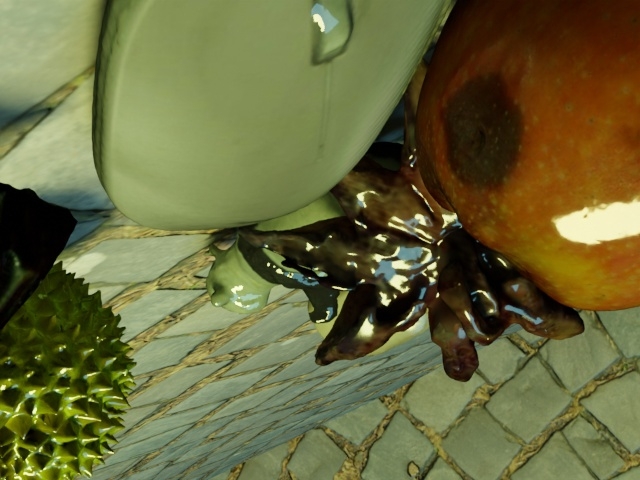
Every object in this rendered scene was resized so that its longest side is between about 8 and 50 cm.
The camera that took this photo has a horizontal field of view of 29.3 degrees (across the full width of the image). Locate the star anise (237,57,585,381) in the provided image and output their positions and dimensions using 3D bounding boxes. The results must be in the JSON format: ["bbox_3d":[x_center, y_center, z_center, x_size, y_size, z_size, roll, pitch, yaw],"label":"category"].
[{"bbox_3d":[0.080,0.008,0.818,0.272,0.272,0.102,-27,-153,12],"label":"star anise"}]

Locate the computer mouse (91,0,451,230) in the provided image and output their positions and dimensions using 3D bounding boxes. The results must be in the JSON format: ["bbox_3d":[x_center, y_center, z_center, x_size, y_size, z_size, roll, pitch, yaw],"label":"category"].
[{"bbox_3d":[-0.018,-0.084,0.615,0.197,0.095,0.331,-25,167,-15],"label":"computer mouse"}]

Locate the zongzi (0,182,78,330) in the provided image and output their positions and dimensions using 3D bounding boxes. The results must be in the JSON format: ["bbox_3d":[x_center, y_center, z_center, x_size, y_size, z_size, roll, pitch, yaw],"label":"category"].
[{"bbox_3d":[-0.309,0.064,0.463,0.383,0.319,0.362,-42,156,-2],"label":"zongzi"}]

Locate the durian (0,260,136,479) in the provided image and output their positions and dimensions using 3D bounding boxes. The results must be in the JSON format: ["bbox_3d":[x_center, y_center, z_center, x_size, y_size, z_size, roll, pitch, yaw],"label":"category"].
[{"bbox_3d":[-0.209,0.073,0.758,0.198,0.159,0.146,18,137,-20],"label":"durian"}]

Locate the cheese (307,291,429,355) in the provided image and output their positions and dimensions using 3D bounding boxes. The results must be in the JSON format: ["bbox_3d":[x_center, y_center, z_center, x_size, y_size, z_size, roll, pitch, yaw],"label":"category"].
[{"bbox_3d":[0.103,-0.006,1.030,0.263,0.093,0.159,-31,-159,35],"label":"cheese"}]

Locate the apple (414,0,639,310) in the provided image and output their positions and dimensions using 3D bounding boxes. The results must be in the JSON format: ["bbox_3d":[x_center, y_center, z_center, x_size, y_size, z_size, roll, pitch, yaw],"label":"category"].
[{"bbox_3d":[0.166,-0.064,0.676,0.230,0.230,0.230,-23,167,-6],"label":"apple"}]

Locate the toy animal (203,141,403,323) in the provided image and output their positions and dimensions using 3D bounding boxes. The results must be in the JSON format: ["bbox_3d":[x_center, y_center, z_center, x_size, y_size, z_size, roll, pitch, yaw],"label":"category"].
[{"bbox_3d":[0.000,0.000,0.949,0.121,0.094,0.225,15,151,-41],"label":"toy animal"}]
